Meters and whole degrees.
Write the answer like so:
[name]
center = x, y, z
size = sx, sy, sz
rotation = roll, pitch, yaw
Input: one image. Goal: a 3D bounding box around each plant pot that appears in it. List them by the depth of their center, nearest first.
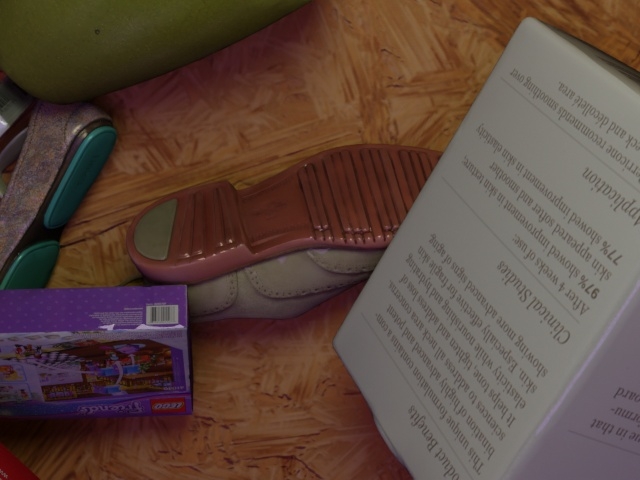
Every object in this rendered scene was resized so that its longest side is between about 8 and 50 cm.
[plant pot]
center = -0.187, -0.265, 1.192
size = 0.293, 0.275, 0.275
rotation = -34, 101, 29

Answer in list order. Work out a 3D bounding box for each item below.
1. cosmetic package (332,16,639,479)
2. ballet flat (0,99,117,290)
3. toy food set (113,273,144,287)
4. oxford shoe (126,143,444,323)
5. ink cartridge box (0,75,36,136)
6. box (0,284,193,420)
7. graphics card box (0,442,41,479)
[cosmetic package]
center = 0.277, 0.068, 1.145
size = 0.327, 0.329, 0.394
rotation = 20, 110, -29
[ballet flat]
center = -0.331, -0.025, 1.353
size = 0.106, 0.107, 0.316
rotation = 35, 102, 15
[toy food set]
center = -0.200, 0.078, 1.401
size = 0.082, 0.020, 0.083
rotation = -13, 106, 9
[oxford shoe]
center = 0.000, 0.000, 1.325
size = 0.397, 0.140, 0.146
rotation = -8, 137, 3
[ink cartridge box]
center = -0.380, -0.094, 1.300
size = 0.179, 0.145, 0.045
rotation = -41, 105, 15
[box]
center = -0.284, 0.123, 1.304
size = 0.293, 0.057, 0.201
rotation = -1, 146, -5
[graphics card box]
center = -0.444, 0.272, 1.341
size = 0.233, 0.094, 0.371
rotation = 45, 142, -9
